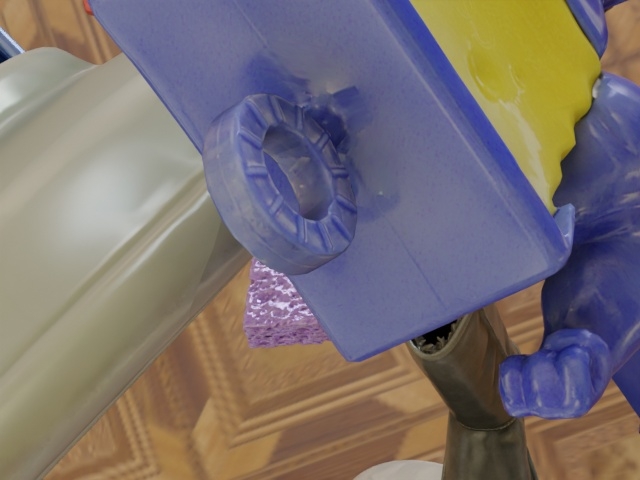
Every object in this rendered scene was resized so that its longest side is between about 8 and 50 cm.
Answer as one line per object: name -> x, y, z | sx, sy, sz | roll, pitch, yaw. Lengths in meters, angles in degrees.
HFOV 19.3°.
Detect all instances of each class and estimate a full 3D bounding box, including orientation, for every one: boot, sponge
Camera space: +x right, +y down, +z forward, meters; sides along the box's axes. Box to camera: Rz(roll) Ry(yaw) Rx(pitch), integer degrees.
boot -> 0.095, 0.102, 1.180 | 0.076, 0.208, 0.190 | -8, 66, 4
sponge -> 0.000, 0.000, 1.631 | 0.117, 0.031, 0.210 | -5, 48, 12

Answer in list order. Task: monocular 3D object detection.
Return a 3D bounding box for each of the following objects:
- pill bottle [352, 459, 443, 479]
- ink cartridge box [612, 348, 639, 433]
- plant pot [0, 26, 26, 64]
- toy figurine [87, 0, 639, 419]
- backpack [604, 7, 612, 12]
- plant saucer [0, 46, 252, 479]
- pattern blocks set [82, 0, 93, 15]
pill bottle -> 0.011, 0.343, 1.286 | 0.224, 0.224, 0.392 | 39, 44, 1
ink cartridge box -> 0.312, -0.030, 1.063 | 0.395, 0.270, 0.151 | -26, 73, -29
plant pot -> -0.351, -0.043, 1.777 | 0.236, 0.212, 0.236 | -37, 73, -28
toy figurine -> 0.030, -0.088, 0.428 | 0.363, 0.191, 0.217 | 56, 42, -16
backpack -> 0.126, -0.358, 1.308 | 0.273, 0.290, 0.356 | 29, 114, 25
plant saucer -> -0.124, 0.044, 0.617 | 0.100, 0.400, 0.400 | 44, 79, -1
pattern blocks set -> -0.048, -0.312, 1.740 | 0.285, 0.026, 0.325 | 23, 92, -4
